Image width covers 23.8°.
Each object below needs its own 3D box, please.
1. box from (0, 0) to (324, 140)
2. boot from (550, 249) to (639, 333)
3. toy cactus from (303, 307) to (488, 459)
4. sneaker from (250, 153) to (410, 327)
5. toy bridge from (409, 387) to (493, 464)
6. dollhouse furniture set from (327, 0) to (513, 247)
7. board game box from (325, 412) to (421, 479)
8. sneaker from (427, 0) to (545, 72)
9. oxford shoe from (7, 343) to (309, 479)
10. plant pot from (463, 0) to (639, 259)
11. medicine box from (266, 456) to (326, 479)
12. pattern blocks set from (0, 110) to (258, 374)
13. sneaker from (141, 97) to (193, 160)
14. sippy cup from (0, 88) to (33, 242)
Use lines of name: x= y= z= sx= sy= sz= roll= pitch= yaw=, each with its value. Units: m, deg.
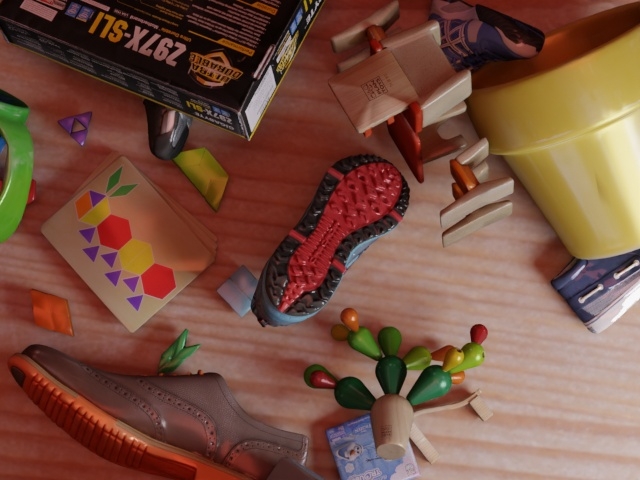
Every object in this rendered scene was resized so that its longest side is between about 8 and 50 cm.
box: x=-0.172 y=-0.289 z=1.743 sx=0.322 sy=0.079 sz=0.257 roll=22 pitch=72 yaw=13
boot: x=0.367 y=0.018 z=1.809 sx=0.190 sy=0.069 sz=0.086 roll=-42 pitch=91 yaw=-4
toy cactus: x=0.085 y=0.163 z=1.745 sx=0.219 sy=0.112 sz=0.180 roll=-2 pitch=47 yaw=6
sneaker: x=0.000 y=0.000 z=1.779 sx=0.104 sy=0.125 sz=0.262 roll=44 pitch=58 yaw=-2
toy bridge: x=0.118 y=0.236 z=1.801 sx=0.188 sy=0.026 sz=0.063 roll=-39 pitch=87 yaw=-4
dollhouse furniture set: x=0.092 y=-0.138 z=1.706 sx=0.135 sy=0.259 sz=0.262 roll=-29 pitch=72 yaw=-4
board game box: x=0.061 y=0.249 z=1.779 sx=0.090 sy=0.020 sz=0.090 roll=-23 pitch=69 yaw=9
sneaker: x=0.188 y=-0.230 z=1.770 sx=0.080 sy=0.211 sz=0.081 roll=19 pitch=96 yaw=-27
oxford shoe: x=-0.185 y=0.201 z=1.757 sx=0.363 sy=0.130 sz=0.133 roll=30 pitch=67 yaw=-6
plant pot: x=0.318 y=-0.118 z=1.746 sx=0.254 sy=0.254 sz=0.239 roll=-25 pitch=103 yaw=-5
medicine box: x=0.020 y=0.430 z=1.671 sx=0.289 sy=0.149 sz=0.263 roll=36 pitch=84 yaw=-25
pattern blocks set: x=-0.231 y=-0.002 z=1.805 sx=0.285 sy=0.026 sz=0.325 roll=-33 pitch=87 yaw=-5
sneaker: x=-0.212 y=-0.204 z=1.797 sx=0.132 sy=0.086 sz=0.229 roll=7 pitch=69 yaw=4
sippy cup: x=-0.478 y=-0.094 z=1.714 sx=0.240 sy=0.305 sz=0.224 roll=22 pitch=96 yaw=-31
